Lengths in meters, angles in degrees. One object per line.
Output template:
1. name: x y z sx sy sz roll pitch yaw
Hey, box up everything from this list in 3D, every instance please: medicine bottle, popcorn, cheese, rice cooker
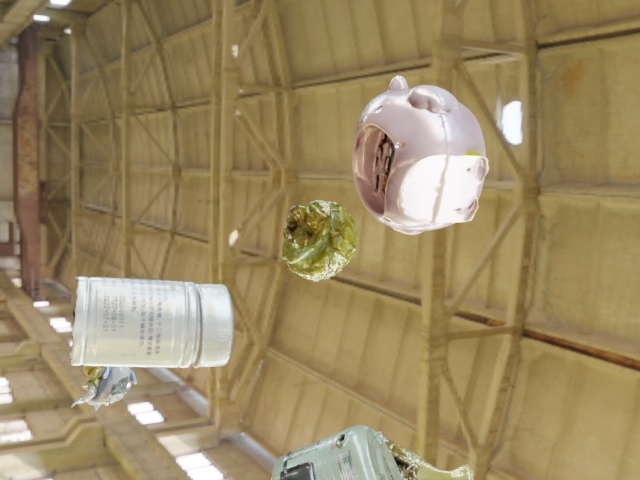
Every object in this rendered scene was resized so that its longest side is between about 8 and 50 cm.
1. medicine bottle: -0.365 0.180 1.653 0.190 0.332 0.189 -175 -90 -73
2. popcorn: 0.000 0.000 2.068 0.204 0.184 0.221 12 -101 33
3. cheese: 0.185 0.349 1.129 0.030 0.083 0.044 67 21 -44
4. rice cooker: 0.029 0.467 1.384 0.244 0.226 0.226 -23 -116 14

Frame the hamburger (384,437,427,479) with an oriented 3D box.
1. hamburger: 0.130 0.597 1.685 0.277 0.195 0.318 -15 -87 52

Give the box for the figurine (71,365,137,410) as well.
1. figurine: -0.601 0.375 2.100 0.184 0.128 0.208 37 -89 34

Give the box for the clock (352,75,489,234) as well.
1. clock: 0.206 -0.210 1.836 0.376 0.251 0.368 -115 -153 -53
